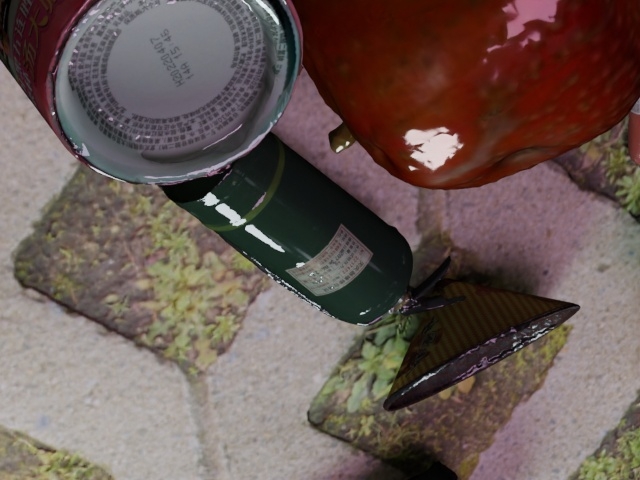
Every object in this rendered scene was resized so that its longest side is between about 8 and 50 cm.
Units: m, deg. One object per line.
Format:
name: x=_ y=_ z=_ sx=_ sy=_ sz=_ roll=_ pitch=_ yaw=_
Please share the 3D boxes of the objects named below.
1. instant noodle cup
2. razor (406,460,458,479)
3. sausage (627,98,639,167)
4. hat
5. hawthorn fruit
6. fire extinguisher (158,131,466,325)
instant noodle cup: x=-0.131 y=-0.167 z=1.202 sx=0.244 sy=0.255 sz=0.244 roll=-14 pitch=131 yaw=-17
razor: x=0.022 y=0.350 z=1.741 sx=0.327 sy=0.107 sz=0.189 roll=-38 pitch=130 yaw=3
sausage: x=0.272 y=-0.150 z=1.547 sx=0.029 sy=0.029 sz=0.223 roll=-16 pitch=129 yaw=-14
hat: x=0.123 y=0.070 z=1.611 sx=0.193 sy=0.082 sz=0.193 roll=-27 pitch=168 yaw=-6
hawthorn fruit: x=0.101 y=-0.167 z=1.310 sx=0.275 sy=0.275 sz=0.300 roll=27 pitch=119 yaw=-37
fire extinguisher: x=0.000 y=0.000 z=1.492 sx=0.118 sy=0.093 sz=0.294 roll=-36 pitch=132 yaw=20
